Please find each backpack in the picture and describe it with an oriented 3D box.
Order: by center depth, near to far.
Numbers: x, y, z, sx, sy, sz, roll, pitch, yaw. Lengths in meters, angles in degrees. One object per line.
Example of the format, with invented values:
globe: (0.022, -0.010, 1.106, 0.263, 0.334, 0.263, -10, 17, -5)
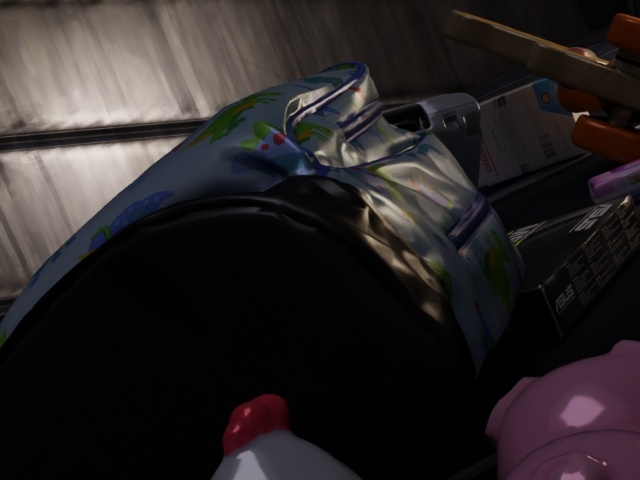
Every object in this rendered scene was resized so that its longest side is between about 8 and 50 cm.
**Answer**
backpack: (-0.021, 0.038, 0.642, 0.290, 0.273, 0.355, -41, -14, 26)

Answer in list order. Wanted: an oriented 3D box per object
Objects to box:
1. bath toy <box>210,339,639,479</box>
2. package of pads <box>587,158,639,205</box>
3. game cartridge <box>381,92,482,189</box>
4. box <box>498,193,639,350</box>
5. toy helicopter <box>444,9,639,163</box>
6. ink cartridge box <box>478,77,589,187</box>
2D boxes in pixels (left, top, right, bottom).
bath toy: (0.107, 0.073, 0.354, 0.348, 0.129, 0.151, -20, -26, 17)
package of pads: (0.287, -0.054, 1.058, 0.083, 0.032, 0.050, -22, 9, 9)
game cartridge: (0.026, -0.046, 1.251, 0.297, 0.062, 0.198, -16, -31, -8)
box: (0.127, 0.036, 0.868, 0.184, 0.045, 0.190, -20, 8, 39)
toy helicopter: (0.294, -0.200, 1.322, 0.235, 0.140, 0.355, -1, 23, -45)
ink cartridge box: (0.249, -0.139, 1.486, 0.180, 0.104, 0.060, -18, 9, 33)
